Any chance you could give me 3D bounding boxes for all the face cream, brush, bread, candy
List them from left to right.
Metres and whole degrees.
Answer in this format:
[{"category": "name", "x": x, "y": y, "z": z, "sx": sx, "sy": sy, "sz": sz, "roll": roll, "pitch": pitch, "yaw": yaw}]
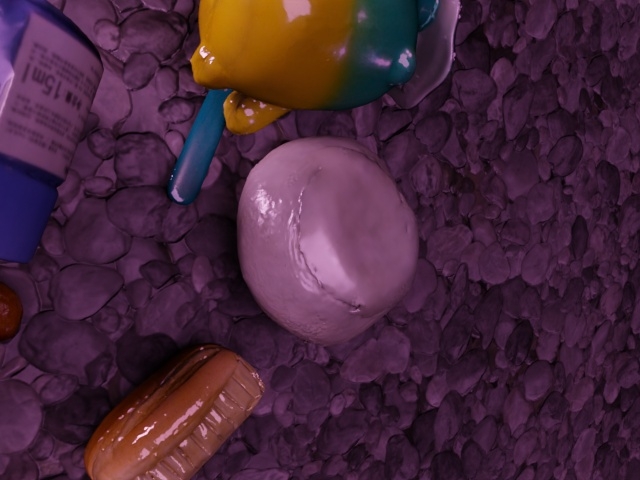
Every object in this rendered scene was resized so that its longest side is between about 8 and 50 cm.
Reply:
[{"category": "face cream", "x": -0.356, "y": -0.120, "z": 0.574, "sx": 0.249, "sy": 0.249, "sz": 0.225, "roll": 24, "pitch": 79, "yaw": -34}, {"category": "bread", "x": -0.193, "y": 0.231, "z": 0.802, "sx": 0.236, "sy": 0.140, "sz": 0.106, "roll": -43, "pitch": 115, "yaw": -23}, {"category": "brush", "x": -0.161, "y": -0.135, "z": 0.832, "sx": 0.043, "sy": 0.032, "sz": 0.194, "roll": 28, "pitch": 71, "yaw": -29}, {"category": "candy", "x": 0.000, "y": 0.000, "z": 0.866, "sx": 0.295, "sy": 0.185, "sz": 0.296, "roll": 5, "pitch": 79, "yaw": -30}]

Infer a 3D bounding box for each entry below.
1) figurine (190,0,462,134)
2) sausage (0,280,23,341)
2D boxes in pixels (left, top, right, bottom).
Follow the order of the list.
[{"category": "figurine", "x": 0.006, "y": -0.275, "z": 0.790, "sx": 0.340, "sy": 0.231, "sz": 0.324, "roll": -9, "pitch": 137, "yaw": -37}, {"category": "sausage", "x": -0.470, "y": 0.067, "z": 0.630, "sx": 0.302, "sy": 0.076, "sz": 0.103, "roll": -2, "pitch": 107, "yaw": -32}]
